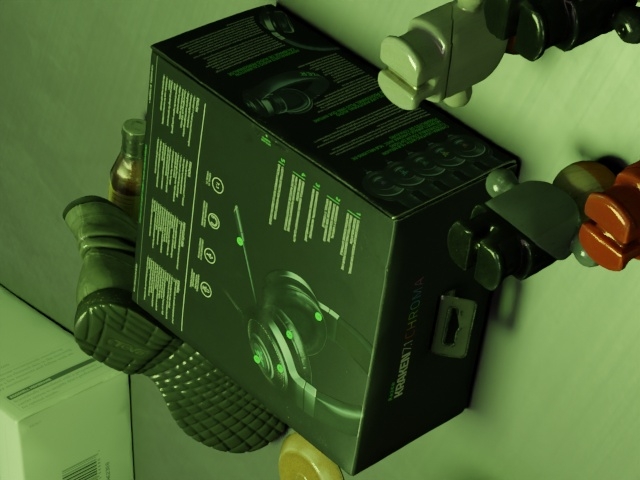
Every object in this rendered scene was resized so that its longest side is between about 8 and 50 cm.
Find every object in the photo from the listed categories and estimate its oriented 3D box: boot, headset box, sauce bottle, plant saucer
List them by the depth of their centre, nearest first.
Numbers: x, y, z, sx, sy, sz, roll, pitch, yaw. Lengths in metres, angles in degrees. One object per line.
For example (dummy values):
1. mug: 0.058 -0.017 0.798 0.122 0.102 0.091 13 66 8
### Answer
1. headset box: 0.000 0.000 1.479 0.283 0.131 0.246 35 134 33
2. boot: -0.122 0.066 1.698 0.083 0.246 0.161 -34 37 20
3. plant saucer: -0.011 0.208 1.712 0.083 0.015 0.083 28 131 39
4. sauce bottle: -0.166 -0.049 1.730 0.042 0.042 0.128 37 133 32

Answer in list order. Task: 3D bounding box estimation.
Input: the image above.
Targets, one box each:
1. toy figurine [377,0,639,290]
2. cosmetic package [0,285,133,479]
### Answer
1. toy figurine: 0.161 -0.084 1.235 0.209 0.148 0.213 -18 98 59
2. cosmetic package: -0.309 0.198 1.969 0.225 0.138 0.224 29 131 40
